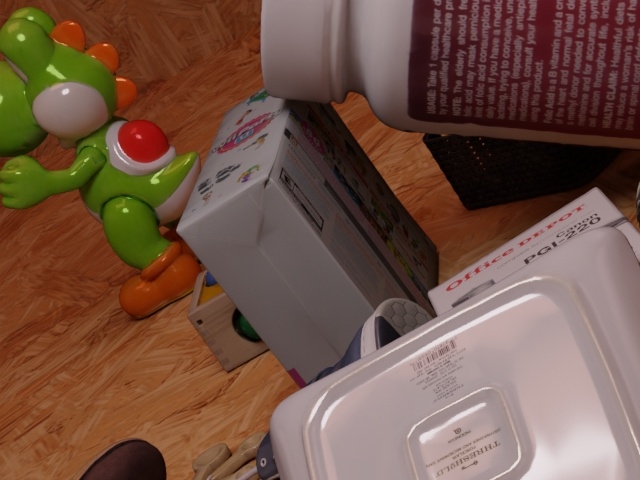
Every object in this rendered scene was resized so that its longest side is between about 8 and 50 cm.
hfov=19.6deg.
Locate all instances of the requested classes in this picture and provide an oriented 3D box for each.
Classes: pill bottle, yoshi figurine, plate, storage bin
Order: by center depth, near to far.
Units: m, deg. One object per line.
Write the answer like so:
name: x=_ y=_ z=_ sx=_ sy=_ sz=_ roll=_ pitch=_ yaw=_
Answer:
plate: x=0.095 y=0.135 z=1.129 sx=0.277 sy=0.045 sz=0.278 roll=-30 pitch=41 yaw=14
pill bottle: x=0.157 y=-0.195 z=1.526 sx=0.392 sy=0.224 sz=0.224 roll=5 pitch=24 yaw=5
storage bin: x=0.200 y=-0.105 z=1.747 sx=0.122 sy=0.084 sz=0.180 roll=-44 pitch=19 yaw=-32
yoshi figurine: x=-0.277 y=-0.089 z=2.109 sx=0.203 sy=0.362 sz=0.203 roll=-38 pitch=17 yaw=-14

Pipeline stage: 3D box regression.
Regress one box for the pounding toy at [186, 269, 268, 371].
pounding toy: x=-0.061 y=0.043 z=1.785 sx=0.130 sy=0.100 sz=0.141 roll=-30 pitch=16 yaw=12

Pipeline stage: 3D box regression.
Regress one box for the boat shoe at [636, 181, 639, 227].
boat shoe: x=0.312 y=-0.023 z=1.235 sx=0.228 sy=0.081 sz=0.068 roll=-4 pitch=29 yaw=30

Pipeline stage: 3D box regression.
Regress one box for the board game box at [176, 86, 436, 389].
board game box: x=0.000 y=0.000 z=1.578 sx=0.097 sy=0.224 sz=0.303 roll=-32 pitch=16 yaw=16

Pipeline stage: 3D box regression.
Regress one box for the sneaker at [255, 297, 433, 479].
sneaker: x=0.023 y=0.172 z=1.300 sx=0.163 sy=0.086 sz=0.226 roll=-46 pitch=28 yaw=37

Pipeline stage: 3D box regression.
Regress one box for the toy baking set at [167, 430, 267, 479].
toy baking set: x=-0.116 y=0.223 z=1.497 sx=0.197 sy=0.030 sz=0.256 roll=-35 pitch=16 yaw=-4

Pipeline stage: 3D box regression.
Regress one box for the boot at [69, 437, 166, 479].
boot: x=-0.113 y=0.241 z=1.329 sx=0.207 sy=0.090 sz=0.248 roll=-10 pitch=41 yaw=37

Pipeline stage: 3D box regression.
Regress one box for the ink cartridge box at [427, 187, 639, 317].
ink cartridge box: x=0.175 y=0.061 z=1.303 sx=0.159 sy=0.092 sz=0.218 roll=-32 pitch=14 yaw=4
